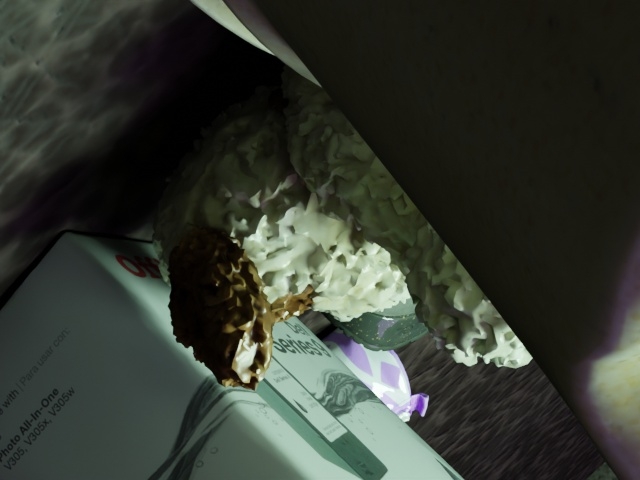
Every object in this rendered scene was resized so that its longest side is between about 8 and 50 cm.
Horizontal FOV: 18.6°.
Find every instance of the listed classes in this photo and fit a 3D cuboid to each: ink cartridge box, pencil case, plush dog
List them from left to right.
[{"bbox_3d":[-0.026,0.134,0.988,0.121,0.289,0.211,-50,162,11],"label":"ink cartridge box"},{"bbox_3d":[-0.025,0.142,1.344,0.206,0.088,0.086,-36,159,-22],"label":"pencil case"},{"bbox_3d":[0.018,-0.036,0.922,0.225,0.210,0.262,-30,-175,19],"label":"plush dog"}]

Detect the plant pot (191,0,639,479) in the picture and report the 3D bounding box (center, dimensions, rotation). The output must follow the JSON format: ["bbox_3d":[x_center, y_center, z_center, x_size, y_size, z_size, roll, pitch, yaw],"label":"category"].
[{"bbox_3d":[0.122,-0.092,0.534,0.334,0.305,0.333,-11,133,-12],"label":"plant pot"}]

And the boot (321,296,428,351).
[{"bbox_3d":[0.109,-0.023,1.280,0.246,0.083,0.161,-21,146,-54],"label":"boot"}]
